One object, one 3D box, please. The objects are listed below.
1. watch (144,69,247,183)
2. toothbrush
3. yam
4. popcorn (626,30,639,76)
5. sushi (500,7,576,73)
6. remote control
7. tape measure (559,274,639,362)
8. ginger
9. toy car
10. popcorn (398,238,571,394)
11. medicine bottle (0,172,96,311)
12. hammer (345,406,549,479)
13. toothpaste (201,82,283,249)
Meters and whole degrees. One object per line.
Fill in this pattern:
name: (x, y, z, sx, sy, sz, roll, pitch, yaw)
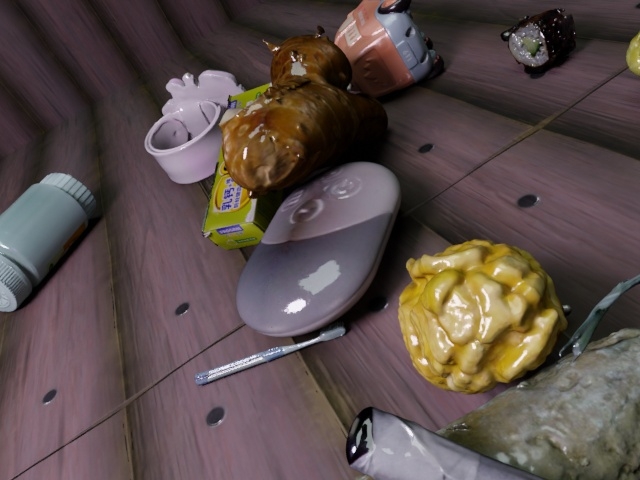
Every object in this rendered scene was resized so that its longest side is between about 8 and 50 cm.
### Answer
watch: (-0.294, -0.269, 1.225, 0.244, 0.196, 0.231, -10, 46, 21)
toothbrush: (-0.069, 0.149, 0.679, 0.220, 0.016, 0.019, -22, 34, 10)
yam: (0.154, 0.176, 0.390, 0.330, 0.133, 0.133, -31, 35, -9)
popcorn: (0.527, -0.281, 0.620, 0.241, 0.235, 0.250, -47, 22, 6)
sushi: (0.394, -0.358, 0.922, 0.084, 0.094, 0.098, -35, 19, -14)
remote control: (0.000, 0.000, 0.742, 0.221, 0.103, 0.332, -11, 39, 35)
tape measure: (0.340, 0.056, 0.349, 0.331, 0.084, 0.164, -5, 33, -13)
ginger: (-0.043, -0.220, 0.856, 0.176, 0.254, 0.418, -37, 5, 41)
toy car: (0.128, -0.426, 1.134, 0.213, 0.180, 0.270, -28, 34, 19)
popcorn: (0.143, 0.068, 0.499, 0.163, 0.140, 0.194, -30, -7, 21)
medicine bottle: (-0.660, -0.008, 1.174, 0.158, 0.158, 0.318, -7, 41, 29)
hammer: (0.219, 0.181, 0.287, 0.427, 0.044, 0.152, 18, 55, 19)
toothpaste: (-0.128, -0.144, 0.953, 0.110, 0.077, 0.327, -10, 59, 24)
